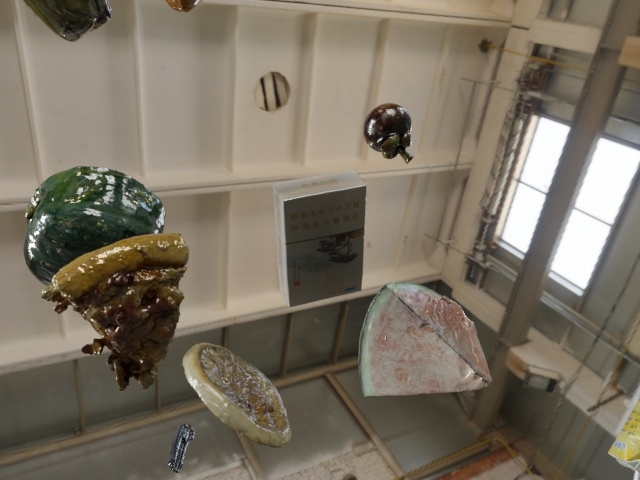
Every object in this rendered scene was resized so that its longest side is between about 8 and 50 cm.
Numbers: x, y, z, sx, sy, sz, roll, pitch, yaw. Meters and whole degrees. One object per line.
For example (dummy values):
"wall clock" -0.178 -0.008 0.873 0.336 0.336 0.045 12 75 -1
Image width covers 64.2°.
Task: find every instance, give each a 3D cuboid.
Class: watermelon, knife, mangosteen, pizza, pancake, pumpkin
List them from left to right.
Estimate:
"pumpkin" -0.480 0.010 1.073 0.263 0.196 0.293 24 -45 -36
"pizza" -0.206 0.093 0.569 0.154 0.069 0.193 -24 -59 -36
"knife" -0.216 0.321 0.789 0.018 0.121 0.031 -37 -77 4
"pancake" -0.089 0.169 0.571 0.025 0.151 0.152 -50 -49 2
"mangosteen" 0.219 -0.347 1.625 0.173 0.184 0.172 -8 -45 -8
"watermelon" 0.247 0.278 1.226 0.283 0.292 0.250 3 -45 -31

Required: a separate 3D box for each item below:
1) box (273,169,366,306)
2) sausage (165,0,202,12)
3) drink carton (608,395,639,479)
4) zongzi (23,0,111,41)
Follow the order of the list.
"box" 0.000 0.001 0.904 0.150 0.067 0.233 -10 -54 -14
"sausage" -0.250 -0.527 1.003 0.098 0.238 0.098 6 -47 6
"drink carton" 0.580 0.369 0.919 0.200 0.075 0.084 -56 -6 -8
"zongzi" -0.609 -0.564 0.970 0.393 0.174 0.355 -37 -65 -55
